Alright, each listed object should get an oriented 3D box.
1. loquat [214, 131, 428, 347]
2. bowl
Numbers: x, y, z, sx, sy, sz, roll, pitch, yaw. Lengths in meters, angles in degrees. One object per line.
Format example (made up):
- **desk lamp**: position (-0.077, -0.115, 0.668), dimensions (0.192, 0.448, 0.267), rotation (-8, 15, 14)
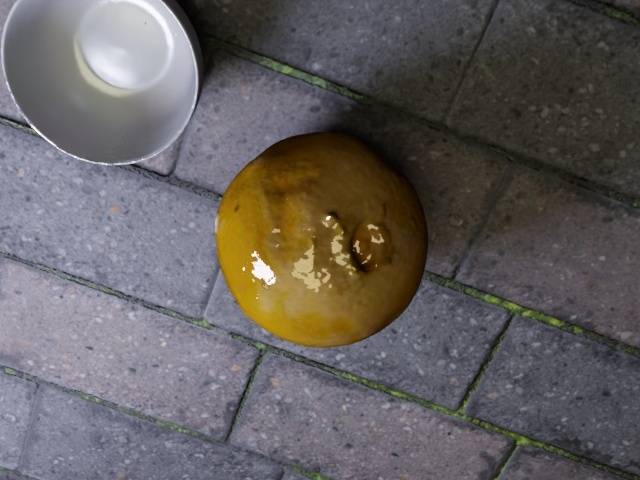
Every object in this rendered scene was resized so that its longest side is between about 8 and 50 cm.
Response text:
- **loquat**: position (0.000, 0.000, 1.314), dimensions (0.328, 0.328, 0.329), rotation (3, 118, 5)
- **bowl**: position (-0.303, -0.267, 1.305), dimensions (0.286, 0.144, 0.287), rotation (2, 117, 5)
